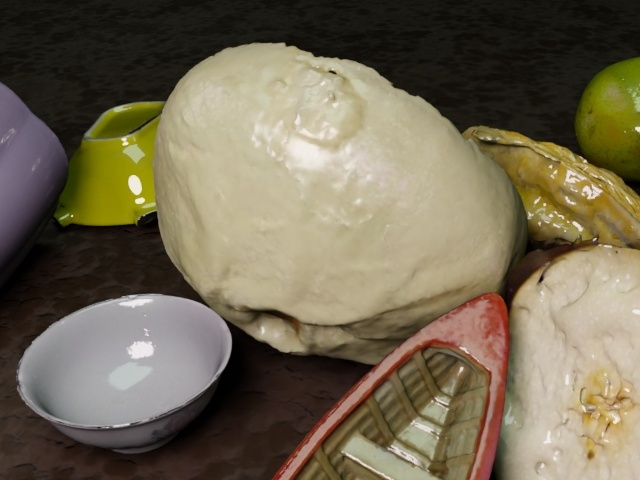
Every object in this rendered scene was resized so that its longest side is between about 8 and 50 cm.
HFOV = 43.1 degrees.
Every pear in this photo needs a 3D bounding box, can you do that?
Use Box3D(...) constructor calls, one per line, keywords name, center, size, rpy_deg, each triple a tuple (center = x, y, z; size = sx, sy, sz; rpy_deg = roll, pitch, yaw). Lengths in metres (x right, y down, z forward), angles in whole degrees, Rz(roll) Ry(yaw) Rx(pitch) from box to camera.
Box3D(name="pear", center=(0.259, 0.136, 0.630), size=(0.178, 0.267, 0.267), rpy_deg=(15, 20, -30))
Box3D(name="pear", center=(0.452, -0.159, 1.120), size=(0.187, 0.187, 0.220), rpy_deg=(-1, 35, 2))

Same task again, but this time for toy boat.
Box3D(name="toy boat", center=(0.039, 0.186, 0.570), size=(0.136, 0.079, 0.392), rpy_deg=(28, 50, 17))

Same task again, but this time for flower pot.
Box3D(name="flower pot", center=(-0.447, -0.029, 0.896), size=(0.265, 0.265, 0.243), rpy_deg=(1, 40, 6))

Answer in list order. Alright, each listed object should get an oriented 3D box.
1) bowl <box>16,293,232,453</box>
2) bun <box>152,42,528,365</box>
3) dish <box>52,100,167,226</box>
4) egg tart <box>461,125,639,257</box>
Box3D(name="bowl", center=(-0.169, 0.135, 0.736), size=(0.189, 0.086, 0.189), rpy_deg=(-3, 29, 2))
Box3D(name="bun", center=(-0.004, 0.001, 0.753), size=(0.364, 0.364, 0.202), rpy_deg=(13, 66, 24))
Box3D(name="dish", center=(-0.266, -0.123, 1.150), size=(0.221, 0.108, 0.262), rpy_deg=(-1, 30, 18))
Box3D(name="egg tart", center=(0.234, -0.013, 0.868), size=(0.132, 0.297, 0.297), rpy_deg=(-53, 42, 0))
